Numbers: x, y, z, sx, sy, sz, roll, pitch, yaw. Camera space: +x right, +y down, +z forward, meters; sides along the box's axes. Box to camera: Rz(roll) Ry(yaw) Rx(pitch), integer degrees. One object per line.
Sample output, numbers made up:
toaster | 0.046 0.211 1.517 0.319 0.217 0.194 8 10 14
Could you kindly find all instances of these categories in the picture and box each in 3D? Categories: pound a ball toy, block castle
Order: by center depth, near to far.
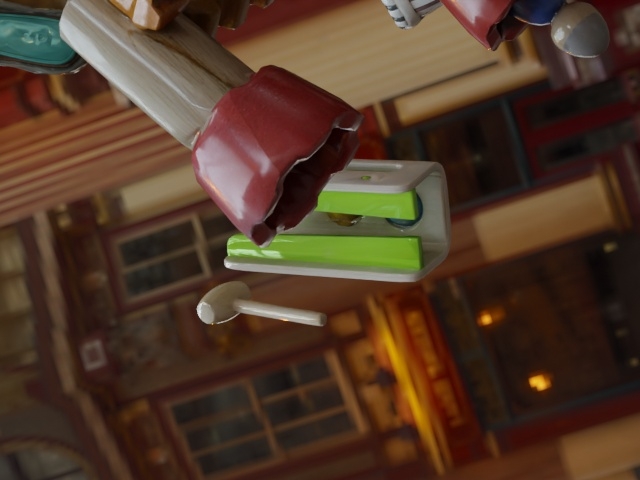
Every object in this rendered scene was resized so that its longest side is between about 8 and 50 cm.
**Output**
block castle | 0.072 -0.223 0.783 0.213 0.303 0.453 39 143 13
pound a ball toy | 0.000 0.000 2.105 0.136 0.319 0.208 -37 -55 -55

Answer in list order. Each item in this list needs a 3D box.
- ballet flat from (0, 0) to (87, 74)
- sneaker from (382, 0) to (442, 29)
ballet flat | -0.306 -0.186 1.507 0.068 0.213 0.072 -87 10 -89
sneaker | 0.179 -0.373 2.075 0.106 0.162 0.281 50 -140 -32
